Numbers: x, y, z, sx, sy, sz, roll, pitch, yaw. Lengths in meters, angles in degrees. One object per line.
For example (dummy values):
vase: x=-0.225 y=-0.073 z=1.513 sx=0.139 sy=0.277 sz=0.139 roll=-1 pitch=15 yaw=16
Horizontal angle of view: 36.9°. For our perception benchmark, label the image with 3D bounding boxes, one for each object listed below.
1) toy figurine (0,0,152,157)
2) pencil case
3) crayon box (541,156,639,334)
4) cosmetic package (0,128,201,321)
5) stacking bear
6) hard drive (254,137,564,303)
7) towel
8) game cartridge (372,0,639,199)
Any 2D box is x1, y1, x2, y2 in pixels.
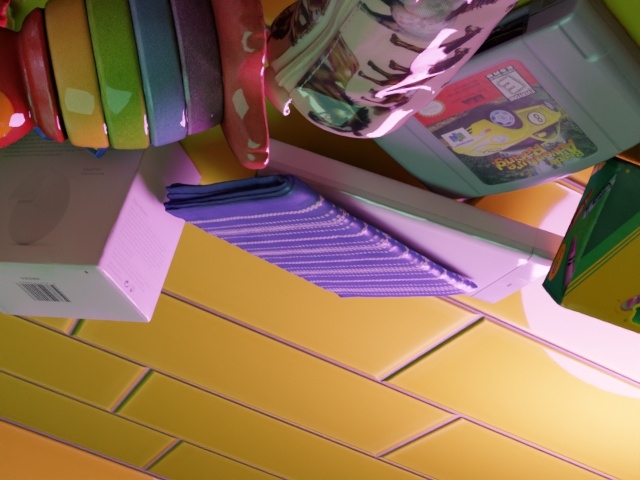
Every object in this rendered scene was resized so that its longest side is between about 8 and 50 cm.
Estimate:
toy figurine: x=-0.300 y=-0.129 z=1.088 sx=0.217 sy=0.191 sz=0.362 roll=22 pitch=149 yaw=-19
pencil case: x=0.087 y=-0.234 z=0.751 sx=0.184 sy=0.159 sz=0.410 roll=-13 pitch=162 yaw=-29
crayon box: x=0.402 y=0.030 z=1.032 sx=0.279 sy=0.165 sz=0.081 roll=19 pitch=-167 yaw=-6
cosmetic package: x=-0.300 y=-0.029 z=1.195 sx=0.224 sy=0.224 sz=0.138 roll=1 pitch=148 yaw=22
stacking bear: x=-0.204 y=-0.149 z=0.855 sx=0.289 sy=0.164 sz=0.175 roll=-9 pitch=131 yaw=-11
hard drive: x=0.086 y=-0.015 z=1.171 sx=0.353 sy=0.047 sz=0.233 roll=19 pitch=163 yaw=-4
towel: x=0.000 y=0.000 z=1.175 sx=0.243 sy=0.040 sz=0.336 roll=-3 pitch=156 yaw=46
game cartridge: x=0.190 y=-0.132 z=0.984 sx=0.294 sy=0.060 sz=0.196 roll=-18 pitch=139 yaw=43
